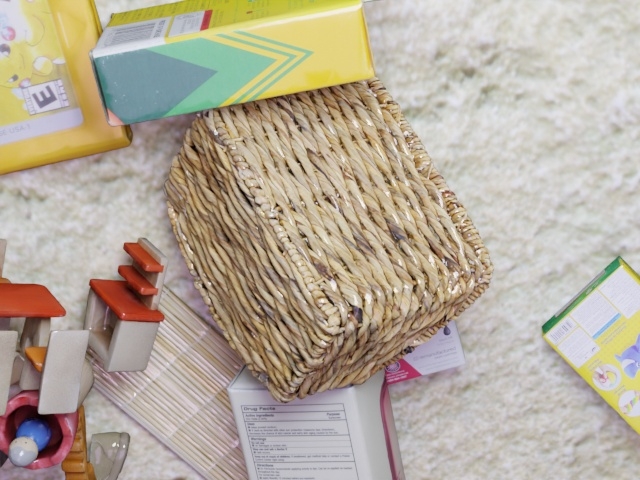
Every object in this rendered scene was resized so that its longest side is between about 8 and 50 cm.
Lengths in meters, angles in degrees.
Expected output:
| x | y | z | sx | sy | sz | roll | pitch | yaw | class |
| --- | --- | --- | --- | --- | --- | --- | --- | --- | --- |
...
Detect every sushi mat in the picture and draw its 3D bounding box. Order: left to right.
| x | y | z | sx | sy | sz | roll | pitch | yaw | class |
| --- | --- | --- | --- | --- | --- | --- | --- | --- | --- |
| -0.138 | 0.191 | 1.675 | 0.316 | 0.019 | 0.151 | 43 | 104 | -15 | sushi mat |

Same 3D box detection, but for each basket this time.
| x | y | z | sx | sy | sz | roll | pitch | yaw | class |
| --- | --- | --- | --- | --- | --- | --- | --- | --- | --- |
| 0.000 | 0.000 | 1.487 | 0.223 | 0.299 | 0.213 | -18 | 154 | -32 | basket |

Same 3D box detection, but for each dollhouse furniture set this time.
| x | y | z | sx | sy | sz | roll | pitch | yaw | class |
| --- | --- | --- | --- | --- | --- | --- | --- | --- | --- |
| -0.305 | 0.065 | 1.514 | 0.259 | 0.262 | 0.135 | 2 | 110 | -33 | dollhouse furniture set |

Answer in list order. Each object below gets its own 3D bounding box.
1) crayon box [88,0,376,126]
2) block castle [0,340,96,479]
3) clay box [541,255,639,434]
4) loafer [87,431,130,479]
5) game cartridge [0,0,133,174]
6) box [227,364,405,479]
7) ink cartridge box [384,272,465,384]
| x | y | z | sx | sy | sz | roll | pitch | yaw | class |
| --- | --- | --- | --- | --- | --- | --- | --- | --- | --- |
| -0.061 | -0.205 | 1.439 | 0.318 | 0.202 | 0.081 | -11 | 110 | 3 | crayon box |
| -0.470 | 0.280 | 1.564 | 0.453 | 0.213 | 0.303 | 1 | 108 | 7 | block castle |
| 0.378 | 0.141 | 1.632 | 0.222 | 0.053 | 0.127 | 45 | 103 | -4 | clay box |
| -0.271 | 0.290 | 1.690 | 0.050 | 0.056 | 0.148 | 21 | 101 | -5 | loafer |
| -0.393 | -0.200 | 1.512 | 0.323 | 0.053 | 0.285 | -14 | 109 | 2 | game cartridge |
| 0.003 | 0.237 | 1.598 | 0.148 | 0.127 | 0.232 | -3 | 113 | 19 | box |
| 0.094 | 0.078 | 1.617 | 0.109 | 0.063 | 0.150 | -16 | 110 | 5 | ink cartridge box |
